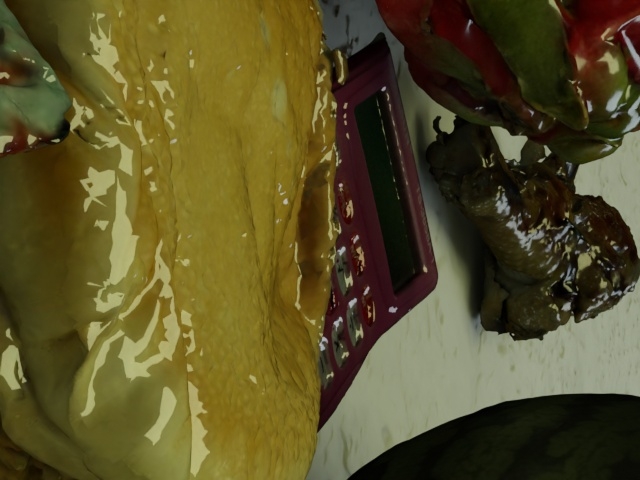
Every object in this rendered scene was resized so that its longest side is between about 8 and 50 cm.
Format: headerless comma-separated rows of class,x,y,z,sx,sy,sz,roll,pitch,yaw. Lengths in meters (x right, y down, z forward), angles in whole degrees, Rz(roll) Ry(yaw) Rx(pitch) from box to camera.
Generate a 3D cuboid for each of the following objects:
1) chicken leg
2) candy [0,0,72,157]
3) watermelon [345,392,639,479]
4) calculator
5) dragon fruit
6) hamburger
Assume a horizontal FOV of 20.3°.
chicken leg,0.115,-0.005,1.009,0.196,0.080,0.125,0,77,-61
candy,-0.144,0.017,0.317,0.086,0.059,0.292,55,44,-15
watermelon,0.102,0.195,0.665,0.359,0.278,0.279,27,62,-60
calculator,0.000,0.000,0.766,0.190,0.034,0.127,-47,132,-53
dragon fruit,0.118,-0.166,0.828,0.302,0.237,0.231,12,31,-53
hamburger,-0.061,-0.009,0.511,0.214,0.108,0.214,-1,90,-69
